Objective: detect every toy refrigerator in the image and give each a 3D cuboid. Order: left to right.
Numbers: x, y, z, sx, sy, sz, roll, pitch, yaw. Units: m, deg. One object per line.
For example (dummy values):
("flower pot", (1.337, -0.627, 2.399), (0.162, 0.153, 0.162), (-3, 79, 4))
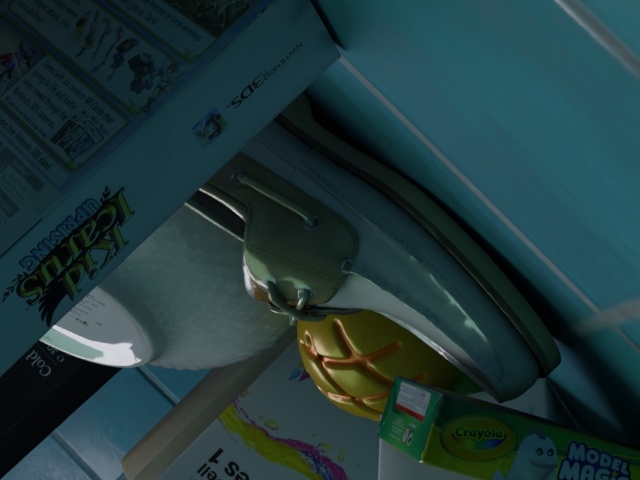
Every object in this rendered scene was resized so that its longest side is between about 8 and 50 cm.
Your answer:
("toy refrigerator", (-0.053, 0.154, 1.222), (0.102, 0.269, 0.094), (47, 172, -15))

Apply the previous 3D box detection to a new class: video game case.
("video game case", (-0.162, -0.082, 0.673), (0.269, 0.244, 0.061), (39, 171, 41))

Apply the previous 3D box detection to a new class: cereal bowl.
("cereal bowl", (-0.165, -0.007, 0.960), (0.339, 0.141, 0.339), (20, 151, 12))

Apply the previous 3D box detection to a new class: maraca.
("maraca", (0.040, 0.060, 0.894), (0.127, 0.099, 0.185), (16, 147, 12))

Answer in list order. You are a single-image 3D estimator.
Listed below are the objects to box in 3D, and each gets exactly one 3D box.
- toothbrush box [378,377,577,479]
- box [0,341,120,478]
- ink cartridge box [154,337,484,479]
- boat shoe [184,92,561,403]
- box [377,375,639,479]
("toothbrush box", (0.151, 0.266, 0.883), (0.295, 0.126, 0.216), (52, -149, -40))
("box", (-0.355, 0.033, 1.226), (0.343, 0.312, 0.179), (47, 174, 6))
("ink cartridge box", (0.008, 0.200, 1.103), (0.201, 0.278, 0.117), (44, 173, 7))
("boat shoe", (0.000, 0.000, 0.757), (0.302, 0.103, 0.113), (41, 169, 23))
("box", (0.131, 0.122, 0.726), (0.179, 0.043, 0.105), (19, 176, -10))
